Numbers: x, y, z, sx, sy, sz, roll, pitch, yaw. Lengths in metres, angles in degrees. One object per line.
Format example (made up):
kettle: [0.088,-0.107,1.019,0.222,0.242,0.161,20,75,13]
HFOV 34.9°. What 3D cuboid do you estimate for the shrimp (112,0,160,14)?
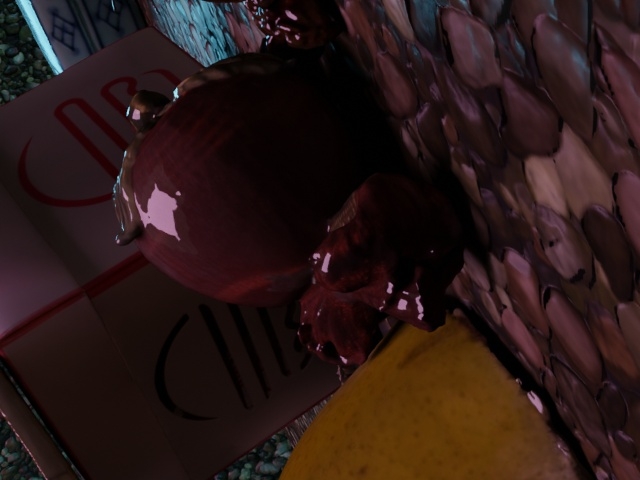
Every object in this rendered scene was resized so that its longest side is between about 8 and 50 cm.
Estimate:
shrimp: [-0.262,-0.371,1.056,0.145,0.117,0.343,-92,-14,-46]

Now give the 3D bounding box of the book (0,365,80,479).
book: [-0.260,0.123,0.838,0.295,0.020,0.208,45,160,28]

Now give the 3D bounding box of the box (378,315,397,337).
box: [0.072,0.101,0.833,0.083,0.012,0.046,62,170,7]

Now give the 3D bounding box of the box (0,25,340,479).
box: [-0.173,0.030,0.976,0.312,0.300,0.314,41,157,41]

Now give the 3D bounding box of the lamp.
lamp: [-0.025,-0.032,0.624,0.223,0.151,0.215,24,163,-3]

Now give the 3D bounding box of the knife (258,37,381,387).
knife: [0.006,-0.001,0.805,0.089,0.043,0.365,-86,-15,-50]

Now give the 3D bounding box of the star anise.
star anise: [-0.061,-0.180,0.614,0.190,0.070,0.097,49,177,13]

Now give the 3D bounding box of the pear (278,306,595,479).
pear: [0.054,0.172,0.658,0.267,0.178,0.266,158,90,-79]

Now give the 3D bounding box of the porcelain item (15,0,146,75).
porcelain item: [-0.383,-0.386,1.524,0.286,0.157,0.281,53,164,44]
